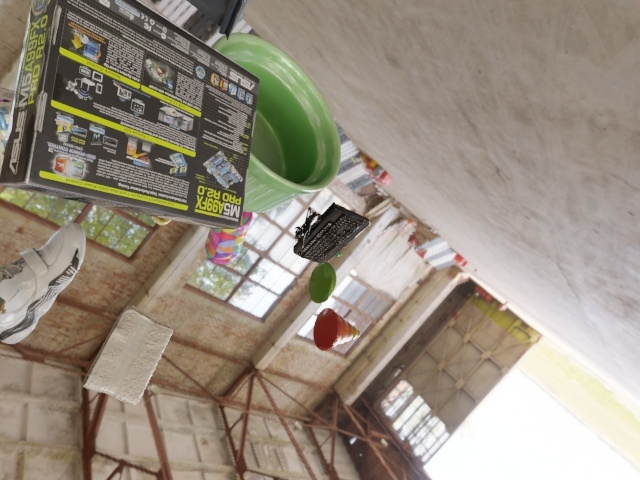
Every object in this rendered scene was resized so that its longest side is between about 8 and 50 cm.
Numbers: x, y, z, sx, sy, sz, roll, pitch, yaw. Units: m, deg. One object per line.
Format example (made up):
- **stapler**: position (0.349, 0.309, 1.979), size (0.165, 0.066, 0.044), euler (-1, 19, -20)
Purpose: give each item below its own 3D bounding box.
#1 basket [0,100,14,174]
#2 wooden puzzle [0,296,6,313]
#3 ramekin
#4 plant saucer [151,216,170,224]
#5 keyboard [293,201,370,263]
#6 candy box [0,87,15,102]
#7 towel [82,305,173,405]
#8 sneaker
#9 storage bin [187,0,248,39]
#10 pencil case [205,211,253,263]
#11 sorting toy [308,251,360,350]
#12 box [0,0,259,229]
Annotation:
- **basket**: position (-0.764, -0.271, 1.241), size (0.200, 0.255, 0.289), euler (18, -156, 26)
- **wooden puzzle**: position (-0.691, 0.144, 0.944), size (0.083, 0.050, 0.006), euler (18, 170, 28)
- **ramekin**: position (-0.115, -0.200, 0.815), size (0.303, 0.148, 0.304), euler (27, -130, -38)
- **plant saucer**: position (-0.362, -0.253, 0.970), size (0.080, 0.333, 0.333), euler (-6, 127, 37)
- **keyboard**: position (0.000, 0.000, 0.772), size (0.100, 0.038, 0.192), euler (23, 147, -14)
- **candy box**: position (-1.039, -0.404, 1.403), size (0.233, 0.159, 0.071), euler (13, -139, -6)
- **towel**: position (-0.612, 0.369, 1.444), size (0.187, 0.283, 0.049), euler (37, 143, -30)
- **sneaker**: position (-0.795, 0.086, 1.164), size (0.137, 0.366, 0.210), euler (26, 170, 34)
- **storage bin**: position (-0.115, -0.312, 0.502), size (0.091, 0.098, 0.135), euler (28, 173, -21)
- **pencil case**: position (-0.234, -0.026, 1.124), size (0.104, 0.104, 0.236), euler (40, 146, 2)
- **sorting toy**: position (0.049, 0.159, 1.346), size (0.126, 0.127, 0.366), euler (16, -130, -30)
- **box**: position (-0.192, -0.138, 0.516), size (0.060, 0.217, 0.270), euler (4, 176, 35)
